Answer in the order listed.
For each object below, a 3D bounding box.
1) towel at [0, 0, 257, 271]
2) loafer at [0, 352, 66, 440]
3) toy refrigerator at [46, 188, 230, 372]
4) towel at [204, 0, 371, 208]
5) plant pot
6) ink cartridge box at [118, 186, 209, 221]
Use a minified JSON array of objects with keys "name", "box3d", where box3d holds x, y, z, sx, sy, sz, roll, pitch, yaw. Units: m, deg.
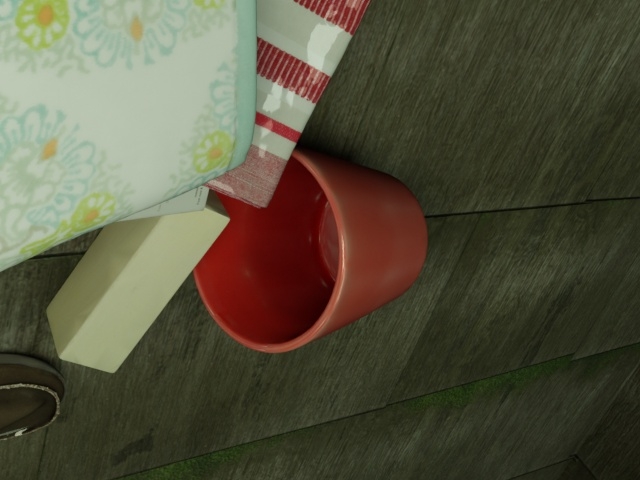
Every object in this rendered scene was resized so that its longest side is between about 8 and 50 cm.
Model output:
[{"name":"towel","box3d":[-0.192,-0.172,0.695,0.320,0.090,0.374,-25,133,-35]},{"name":"loafer","box3d":[-0.496,0.245,1.139,0.366,0.130,0.134,-7,133,-35]},{"name":"toy refrigerator","box3d":[-0.235,0.034,1.153,0.094,0.102,0.269,25,110,-39]},{"name":"towel","box3d":[-0.070,-0.210,0.901,0.237,0.037,0.329,21,99,-41]},{"name":"plant pot","box3d":[0.000,0.000,1.213,0.243,0.275,0.275,-5,132,-50]},{"name":"ink cartridge box","box3d":[-0.248,-0.098,0.970,0.219,0.160,0.092,-9,134,-32]}]
